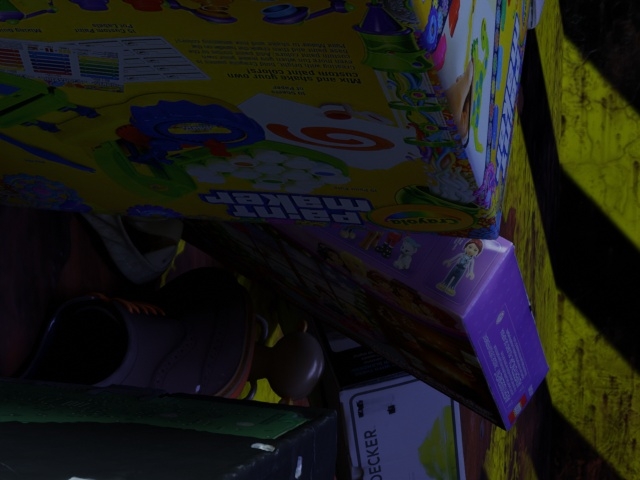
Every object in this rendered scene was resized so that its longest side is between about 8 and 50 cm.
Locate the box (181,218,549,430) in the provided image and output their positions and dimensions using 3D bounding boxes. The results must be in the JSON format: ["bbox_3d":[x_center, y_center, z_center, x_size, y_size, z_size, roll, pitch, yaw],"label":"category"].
[{"bbox_3d":[0.000,0.000,0.989,0.057,0.293,0.201,-54,154,-14],"label":"box"}]

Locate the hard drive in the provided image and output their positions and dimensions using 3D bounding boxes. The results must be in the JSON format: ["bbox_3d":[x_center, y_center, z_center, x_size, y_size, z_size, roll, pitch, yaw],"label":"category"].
[{"bbox_3d":[-0.151,0.111,0.608,0.339,0.237,0.064,-16,110,-73],"label":"hard drive"}]

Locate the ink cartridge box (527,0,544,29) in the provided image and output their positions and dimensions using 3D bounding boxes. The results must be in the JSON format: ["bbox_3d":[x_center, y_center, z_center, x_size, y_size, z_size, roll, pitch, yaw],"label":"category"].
[{"bbox_3d":[0.103,-0.326,1.343,0.306,0.226,0.131,-70,157,-43],"label":"ink cartridge box"}]

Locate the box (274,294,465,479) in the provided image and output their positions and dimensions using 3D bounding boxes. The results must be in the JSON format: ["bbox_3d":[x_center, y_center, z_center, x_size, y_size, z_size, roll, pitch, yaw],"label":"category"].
[{"bbox_3d":[0.029,0.080,1.221,0.290,0.087,0.169,-113,-168,-54],"label":"box"}]

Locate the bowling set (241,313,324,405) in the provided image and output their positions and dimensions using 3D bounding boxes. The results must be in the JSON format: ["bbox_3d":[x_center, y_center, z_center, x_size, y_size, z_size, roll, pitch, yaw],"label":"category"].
[{"bbox_3d":[-0.047,0.211,1.106,0.200,0.154,0.287,57,41,-61],"label":"bowling set"}]

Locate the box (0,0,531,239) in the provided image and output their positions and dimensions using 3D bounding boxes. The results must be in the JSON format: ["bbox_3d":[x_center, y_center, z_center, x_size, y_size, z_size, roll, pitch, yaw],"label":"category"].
[{"bbox_3d":[-0.064,-0.138,0.734,0.279,0.290,0.177,60,38,-63],"label":"box"}]

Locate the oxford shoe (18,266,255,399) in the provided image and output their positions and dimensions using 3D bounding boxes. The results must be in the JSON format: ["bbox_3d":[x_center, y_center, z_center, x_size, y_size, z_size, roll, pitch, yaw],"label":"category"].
[{"bbox_3d":[-0.112,0.069,0.970,0.271,0.097,0.098,-54,141,-59],"label":"oxford shoe"}]

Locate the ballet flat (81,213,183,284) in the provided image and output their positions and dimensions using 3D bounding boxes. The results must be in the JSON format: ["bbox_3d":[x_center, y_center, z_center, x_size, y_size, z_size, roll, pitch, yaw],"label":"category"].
[{"bbox_3d":[-0.117,-0.011,1.000,0.168,0.052,0.057,57,41,-64],"label":"ballet flat"}]
